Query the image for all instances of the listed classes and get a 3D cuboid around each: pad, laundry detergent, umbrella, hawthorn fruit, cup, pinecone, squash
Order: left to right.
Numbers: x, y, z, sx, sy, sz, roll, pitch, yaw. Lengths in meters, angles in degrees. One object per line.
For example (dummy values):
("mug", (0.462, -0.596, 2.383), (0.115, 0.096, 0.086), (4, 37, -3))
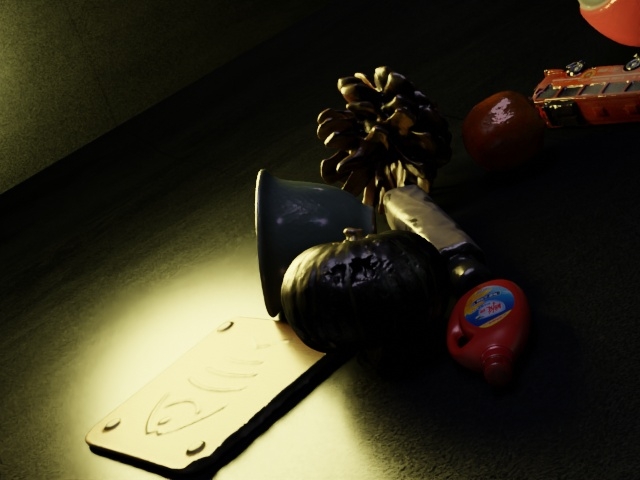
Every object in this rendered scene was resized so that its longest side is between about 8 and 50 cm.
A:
("pad", (-0.132, 0.184, 1.581), (0.284, 0.018, 0.286), (-39, 22, -30))
("cup", (0.000, 0.000, 1.683), (0.150, 0.199, 0.199), (-3, 23, 4))
("squash", (0.052, 0.060, 1.460), (0.193, 0.156, 0.193), (-32, 5, 3))
("pinecone", (0.089, -0.142, 1.834), (0.229, 0.202, 0.201), (98, -167, -67))
("umbrella", (0.146, 0.001, 1.610), (0.067, 0.073, 0.337), (-28, 20, -2))
("laundry detergent", (0.178, 0.104, 1.348), (0.097, 0.049, 0.165), (-28, 19, 17))
("hawthorn fruit", (0.261, -0.152, 1.800), (0.128, 0.128, 0.128), (-23, 20, 9))

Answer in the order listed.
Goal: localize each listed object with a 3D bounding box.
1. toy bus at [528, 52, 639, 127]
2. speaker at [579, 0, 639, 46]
("toy bus", (0.405, -0.210, 1.831), (0.235, 0.073, 0.096), (1, 40, 51))
("speaker", (0.521, -0.439, 1.957), (0.294, 0.294, 0.294), (-23, 20, 9))
